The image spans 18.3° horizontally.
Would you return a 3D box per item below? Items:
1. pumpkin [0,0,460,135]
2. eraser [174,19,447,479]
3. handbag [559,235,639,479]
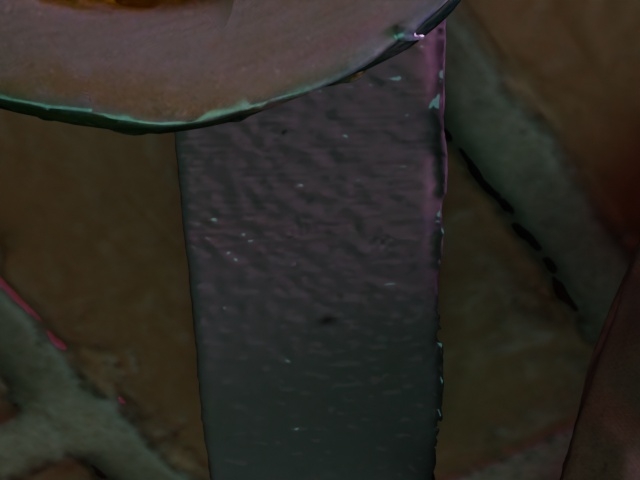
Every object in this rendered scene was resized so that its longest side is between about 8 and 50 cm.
[{"bbox_3d":[-0.069,-0.172,0.644,0.293,0.197,0.263,39,92,-3],"label":"pumpkin"},{"bbox_3d":[0.000,-0.001,0.878,0.111,0.077,0.352,1,131,4],"label":"eraser"},{"bbox_3d":[0.257,0.083,0.856,0.316,0.253,0.109,16,171,-12],"label":"handbag"}]
